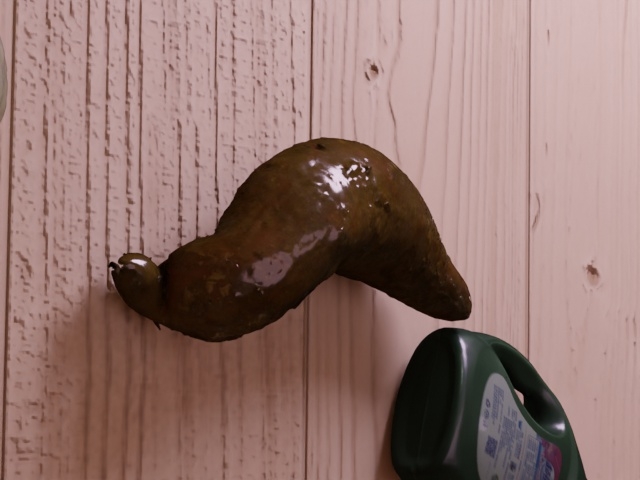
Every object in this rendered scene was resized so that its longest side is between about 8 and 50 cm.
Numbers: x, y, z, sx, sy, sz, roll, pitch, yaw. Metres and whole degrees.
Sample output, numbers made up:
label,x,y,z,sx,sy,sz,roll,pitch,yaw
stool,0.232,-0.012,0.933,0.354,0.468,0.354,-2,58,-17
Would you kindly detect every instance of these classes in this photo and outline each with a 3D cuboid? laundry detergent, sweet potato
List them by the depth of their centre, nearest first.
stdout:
label,x,y,z,sx,sy,sz,roll,pitch,yaw
sweet potato,-0.001,-0.003,1.131,0.310,0.098,0.124,-3,112,-49
laundry detergent,0.139,0.150,1.299,0.211,0.063,0.137,31,59,-42

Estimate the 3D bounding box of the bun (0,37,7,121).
label,x,y,z,sx,sy,sz,roll,pitch,yaw
bun,-0.244,-0.058,0.823,0.259,0.160,0.259,3,87,-50
